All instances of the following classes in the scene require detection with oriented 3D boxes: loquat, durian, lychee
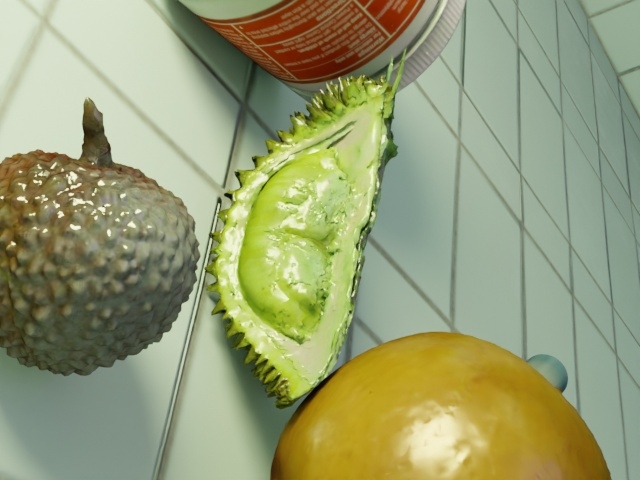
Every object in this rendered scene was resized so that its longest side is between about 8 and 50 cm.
[{"bbox_3d":[0.100,0.243,0.823,0.328,0.328,0.328,34,47,-47],"label":"loquat"},{"bbox_3d":[0.000,0.000,0.913,0.158,0.169,0.351,40,59,-45],"label":"durian"},{"bbox_3d":[-0.162,0.001,0.655,0.165,0.165,0.197,1,107,-59],"label":"lychee"}]

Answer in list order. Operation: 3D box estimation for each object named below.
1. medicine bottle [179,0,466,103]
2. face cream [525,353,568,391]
[{"bbox_3d":[-0.008,-0.298,0.985,0.241,0.253,0.252,33,48,-49],"label":"medicine bottle"},{"bbox_3d":[0.299,0.236,1.396,0.250,0.077,0.077,-16,89,-59],"label":"face cream"}]
